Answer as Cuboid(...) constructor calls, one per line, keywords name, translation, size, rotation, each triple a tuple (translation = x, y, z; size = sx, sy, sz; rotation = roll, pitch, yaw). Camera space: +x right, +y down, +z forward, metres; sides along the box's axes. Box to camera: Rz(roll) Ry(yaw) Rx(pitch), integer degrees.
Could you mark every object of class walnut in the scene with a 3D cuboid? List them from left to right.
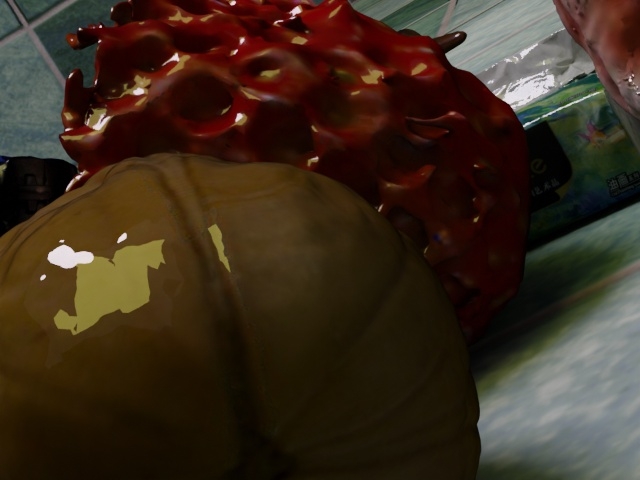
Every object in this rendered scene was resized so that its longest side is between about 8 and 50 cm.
Cuboid(name="walnut", translation=(-0.039, 0.053, 0.485), size=(0.167, 0.167, 0.207), rotation=(-34, 9, -13))

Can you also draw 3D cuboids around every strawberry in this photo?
Cuboid(name="strawberry", translation=(0.000, 0.000, 0.673), size=(0.178, 0.233, 0.234), rotation=(2, 21, 13))

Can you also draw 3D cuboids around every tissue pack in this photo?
Cuboid(name="tissue pack", translation=(0.101, -0.049, 0.755), size=(0.111, 0.079, 0.085), rotation=(-26, 13, 28))

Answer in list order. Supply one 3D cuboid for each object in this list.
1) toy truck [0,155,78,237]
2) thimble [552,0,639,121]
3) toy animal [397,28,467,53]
Cuboid(name="toy truck", translation=(-0.195, 0.051, 0.657), size=(0.213, 0.161, 0.177), rotation=(-4, -2, -30))
Cuboid(name="thimble", translation=(0.177, -0.133, 0.548), size=(0.162, 0.239, 0.239), rotation=(-35, 11, -12))
Cuboid(name="toy animal", translation=(-0.022, -0.048, 0.995), size=(0.298, 0.122, 0.185), rotation=(-43, 25, -20))
